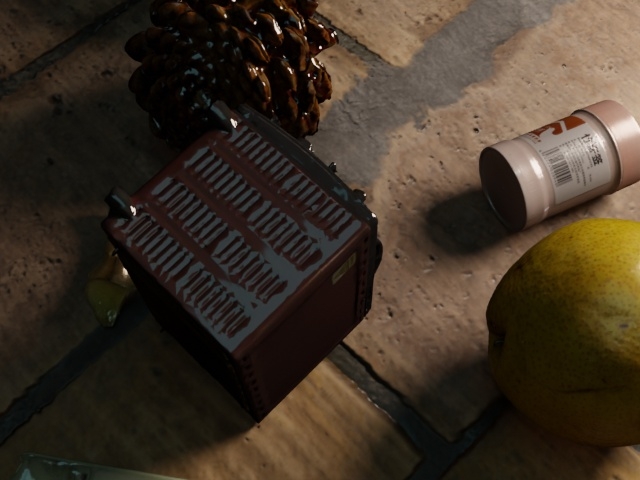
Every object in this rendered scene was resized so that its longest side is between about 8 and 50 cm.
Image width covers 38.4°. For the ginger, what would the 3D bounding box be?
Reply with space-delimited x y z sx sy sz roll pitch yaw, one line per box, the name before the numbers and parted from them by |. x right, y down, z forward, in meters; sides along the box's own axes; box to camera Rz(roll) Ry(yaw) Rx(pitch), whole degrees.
ginger | -0.208 0.021 0.957 0.057 0.044 0.137 -3 58 18

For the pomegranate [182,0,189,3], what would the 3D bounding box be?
pomegranate | -0.081 -0.354 1.097 0.247 0.202 0.202 10 56 -31

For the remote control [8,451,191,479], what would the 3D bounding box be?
remote control | -0.156 0.271 0.826 0.285 0.038 0.124 7 60 5

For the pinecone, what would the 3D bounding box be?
pinecone | -0.080 -0.180 0.983 0.221 0.221 0.222 0 61 -1

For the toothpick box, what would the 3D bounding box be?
toothpick box | 0.258 -0.080 0.984 0.148 0.098 0.098 -22 64 -12

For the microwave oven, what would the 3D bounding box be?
microwave oven | -0.061 0.022 0.839 0.178 0.247 0.188 39 74 16

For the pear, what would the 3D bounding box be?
pear | 0.251 0.084 0.836 0.208 0.209 0.209 0 61 -1
